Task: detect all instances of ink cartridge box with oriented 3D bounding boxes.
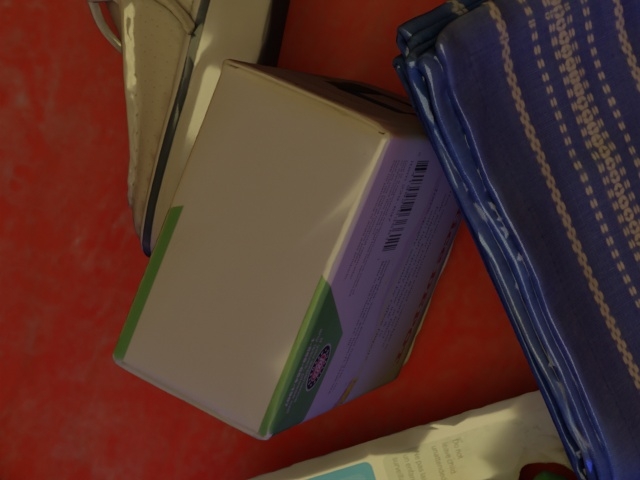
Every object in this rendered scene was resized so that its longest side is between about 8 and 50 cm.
[{"bbox_3d":[0.000,0.000,0.868,0.093,0.212,0.154,25,100,18],"label":"ink cartridge box"}]

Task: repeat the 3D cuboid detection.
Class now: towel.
[{"bbox_3d":[0.210,-0.051,0.848,0.336,0.040,0.243,-27,97,-26],"label":"towel"}]

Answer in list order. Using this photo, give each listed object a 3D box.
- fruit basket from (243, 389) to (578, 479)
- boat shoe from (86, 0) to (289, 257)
[{"bbox_3d":[0.151,0.238,0.919,0.353,0.165,0.327,-16,96,4],"label":"fruit basket"},{"bbox_3d":[-0.091,-0.172,0.896,0.156,0.136,0.367,9,96,3],"label":"boat shoe"}]
